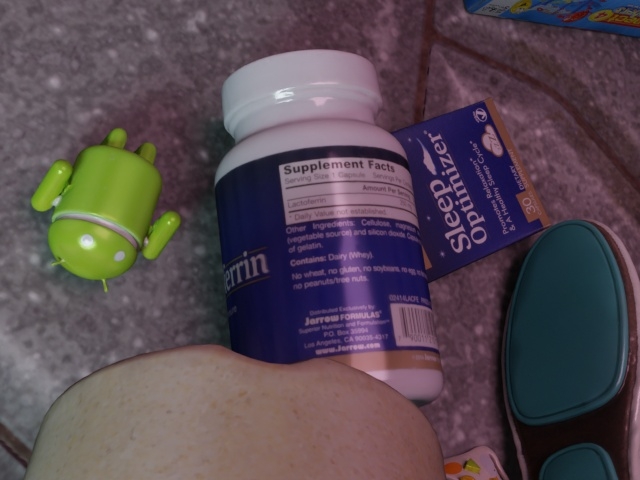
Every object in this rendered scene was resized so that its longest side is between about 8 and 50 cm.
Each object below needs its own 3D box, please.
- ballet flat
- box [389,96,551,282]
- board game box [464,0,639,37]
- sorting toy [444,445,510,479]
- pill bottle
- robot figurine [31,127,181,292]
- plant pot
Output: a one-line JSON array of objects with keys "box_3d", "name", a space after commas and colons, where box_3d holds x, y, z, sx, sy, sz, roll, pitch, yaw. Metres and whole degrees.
[{"box_3d": [0.238, 0.173, 0.898, 0.139, 0.139, 0.400, 20, 53, -24], "name": "ballet flat"}, {"box_3d": [0.098, -0.037, 0.944, 0.225, 0.036, 0.136, -22, 86, -33], "name": "box"}, {"box_3d": [0.273, -0.383, 1.137, 0.302, 0.086, 0.308, 1, 73, -31], "name": "board game box"}, {"box_3d": [0.136, 0.209, 0.884, 0.075, 0.045, 0.083, -30, 90, -54], "name": "sorting toy"}, {"box_3d": [0.000, 0.000, 0.800, 0.153, 0.153, 0.265, 2, 72, -31], "name": "pill bottle"}, {"box_3d": [-0.156, -0.022, 0.764, 0.101, 0.067, 0.115, 27, 62, -23], "name": "robot figurine"}, {"box_3d": [-0.048, 0.230, 0.491, 0.334, 0.334, 0.305, 22, 46, -23], "name": "plant pot"}]
